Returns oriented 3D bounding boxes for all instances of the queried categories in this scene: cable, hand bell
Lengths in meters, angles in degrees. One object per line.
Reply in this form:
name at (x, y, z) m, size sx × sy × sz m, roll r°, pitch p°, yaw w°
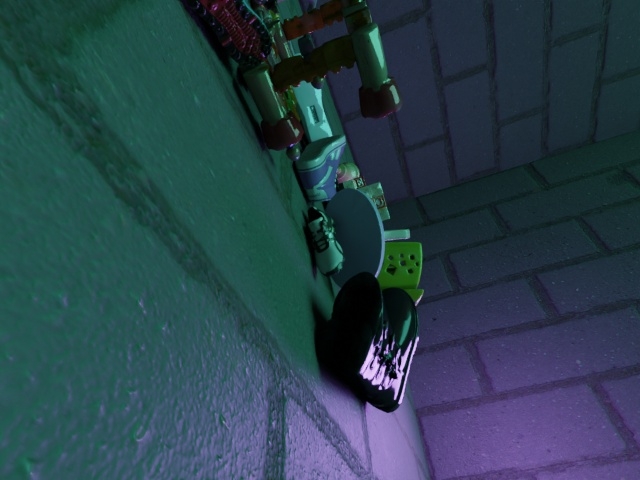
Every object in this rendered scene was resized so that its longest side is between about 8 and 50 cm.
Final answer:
cable at (-0.201, -0.752, 1.183) m, size 0.288 × 0.072 × 0.139 m, roll 63°, pitch 27°, yaw 6°
hand bell at (0.058, -0.294, 1.651) m, size 0.242 × 0.126 × 0.126 m, roll 19°, pitch 54°, yaw -63°

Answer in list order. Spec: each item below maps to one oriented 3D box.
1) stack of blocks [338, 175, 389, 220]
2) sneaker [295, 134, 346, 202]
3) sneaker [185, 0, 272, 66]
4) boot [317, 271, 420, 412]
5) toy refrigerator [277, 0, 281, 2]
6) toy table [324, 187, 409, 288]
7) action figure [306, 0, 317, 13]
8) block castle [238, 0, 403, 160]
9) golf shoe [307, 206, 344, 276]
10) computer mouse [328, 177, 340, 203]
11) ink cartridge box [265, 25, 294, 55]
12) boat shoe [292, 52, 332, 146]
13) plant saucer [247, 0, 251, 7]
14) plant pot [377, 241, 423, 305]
stack of blocks at (0.136, -0.141, 1.489) m, size 0.297 × 0.087 × 0.171 m, roll -178°, pitch -110°, yaw -76°
sneaker at (0.013, -0.205, 1.200) m, size 0.282 × 0.102 × 0.161 m, roll -54°, pitch 134°, yaw -49°
sneaker at (-0.183, -0.419, 0.685) m, size 0.125 × 0.104 × 0.262 m, roll 57°, pitch 0°, yaw 30°
boot at (0.138, 0.201, 1.019) m, size 0.445 × 0.146 × 0.368 m, roll 56°, pitch 37°, yaw -50°
toy refrigerator at (-0.179, -1.013, 1.469) m, size 0.094 × 0.102 × 0.270 m, roll -86°, pitch 157°, yaw -60°
toy table at (0.110, -0.005, 1.148) m, size 0.160 × 0.251 × 0.275 m, roll -8°, pitch 106°, yaw -64°
action figure at (-0.148, -0.777, 1.042) m, size 0.330 × 0.178 × 0.342 m, roll 30°, pitch 38°, yaw -55°
block castle at (0.003, -0.387, 0.946) m, size 0.454 × 0.302 × 0.213 m, roll -91°, pitch 162°, yaw -50°
golf shoe at (0.000, 0.000, 0.995) m, size 0.094 × 0.077 × 0.198 m, roll 47°, pitch 19°, yaw -42°
computer mouse at (0.059, -0.107, 1.413) m, size 0.188 × 0.072 × 0.273 m, roll -60°, pitch 129°, yaw -82°
ink cartridge box at (-0.118, -0.610, 1.337) m, size 0.206 × 0.045 × 0.209 m, roll 12°, pitch 63°, yaw -78°
boat shoe at (-0.045, -0.426, 1.293) m, size 0.102 × 0.108 × 0.302 m, roll 13°, pitch -54°, yaw 61°
plant saucer at (-0.188, -0.586, 1.037) m, size 0.083 × 0.013 × 0.084 m, roll -17°, pitch 90°, yaw -79°
plant pot at (0.233, 0.145, 1.418) m, size 0.227 × 0.227 × 0.207 m, roll 91°, pitch -4°, yaw -63°
